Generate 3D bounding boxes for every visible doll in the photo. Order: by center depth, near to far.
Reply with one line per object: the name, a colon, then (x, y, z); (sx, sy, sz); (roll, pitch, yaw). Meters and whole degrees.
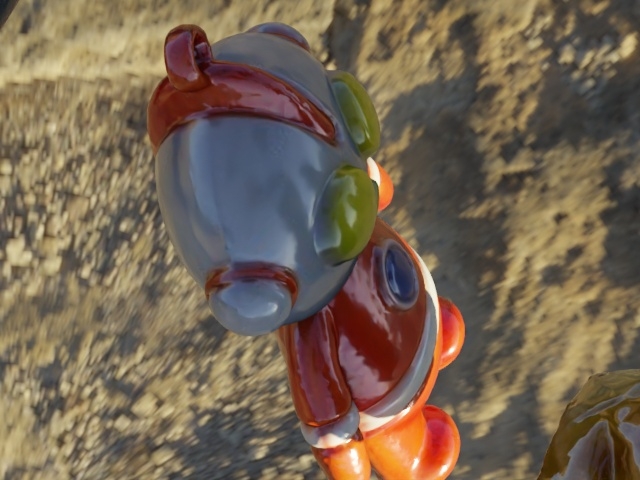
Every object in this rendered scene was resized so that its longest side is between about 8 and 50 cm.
doll: (0.000, 0.000, 0.923); (0.105, 0.336, 0.200); (-8, 53, 21)

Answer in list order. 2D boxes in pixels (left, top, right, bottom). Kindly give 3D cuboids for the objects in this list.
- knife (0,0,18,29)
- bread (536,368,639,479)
knife: (-0.171, -0.079, 0.864); (0.018, 0.035, 0.247); (24, 84, 7)
bread: (0.251, 0.126, 0.826); (0.294, 0.167, 0.132); (-2, 78, 31)
